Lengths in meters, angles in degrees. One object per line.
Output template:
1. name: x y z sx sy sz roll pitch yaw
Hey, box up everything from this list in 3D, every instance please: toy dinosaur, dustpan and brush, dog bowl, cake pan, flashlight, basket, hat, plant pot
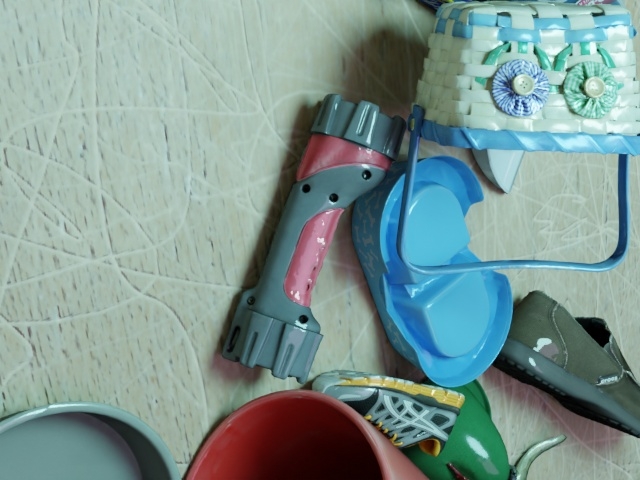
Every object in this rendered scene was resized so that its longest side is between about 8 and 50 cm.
1. toy dinosaur: 0.246 0.360 1.492 0.118 0.064 0.268 44 71 -44
2. dustpan and brush: 0.214 -0.152 1.341 0.211 0.060 0.147 24 85 -40
3. dog bowl: 0.131 0.033 1.310 0.166 0.074 0.297 -36 121 -27
4. cake pan: -0.269 0.290 1.061 0.293 0.054 0.293 -10 106 -37
5. flashlight: 0.000 0.000 1.179 0.103 0.103 0.304 20 86 -37
6. basket: 0.208 -0.105 1.159 0.255 0.201 0.288 -2 107 -10
7. hat: 0.215 0.281 1.363 0.173 0.184 0.208 -37 121 -26
8. plant pot: 0.021 0.322 1.184 0.243 0.275 0.274 35 78 -48

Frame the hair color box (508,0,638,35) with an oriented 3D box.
1. hair color box: 0.216 -0.365 1.210 0.347 0.105 0.173 44 29 -36

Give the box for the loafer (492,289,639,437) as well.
1. loafer: 0.381 0.174 1.504 0.366 0.134 0.130 31 81 -39

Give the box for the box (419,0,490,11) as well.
1. box: 0.122 -0.305 1.236 0.169 0.054 0.059 21 87 -39

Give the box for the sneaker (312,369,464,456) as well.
1. sneaker: 0.082 0.201 1.289 0.215 0.084 0.083 17 83 -32
